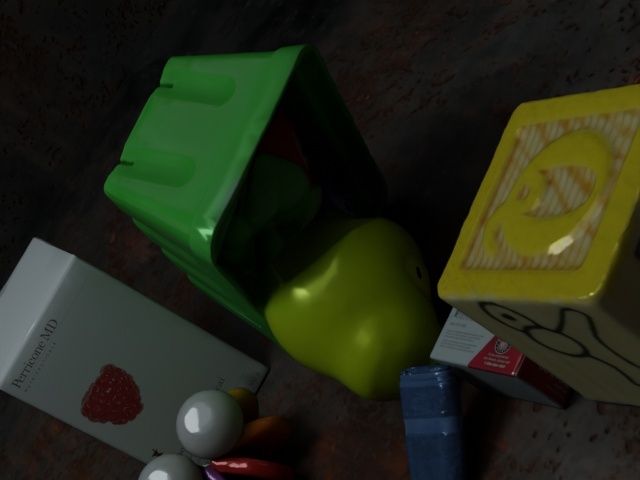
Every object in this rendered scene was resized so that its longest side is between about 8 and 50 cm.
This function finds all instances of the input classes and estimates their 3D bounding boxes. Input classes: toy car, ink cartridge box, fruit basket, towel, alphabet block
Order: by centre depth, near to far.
[{"bbox_3d":[0.248,0.010,1.010,0.192,0.197,0.193,-3,58,56],"label":"alphabet block"},{"bbox_3d":[0.197,0.055,1.173,0.127,0.072,0.175,5,65,59],"label":"ink cartridge box"},{"bbox_3d":[0.108,0.176,1.176,0.067,0.029,0.119,-10,84,50],"label":"towel"},{"bbox_3d":[0.000,0.000,1.328,0.392,0.392,0.282,-1,60,57],"label":"fruit basket"},{"bbox_3d":[-0.099,0.258,1.377,0.136,0.159,0.182,29,84,25],"label":"toy car"}]

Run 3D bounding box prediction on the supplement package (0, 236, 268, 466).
[{"bbox_3d":[-0.249,0.149,1.536,0.177,0.293,0.175,-61,28,-8],"label":"supplement package"}]
